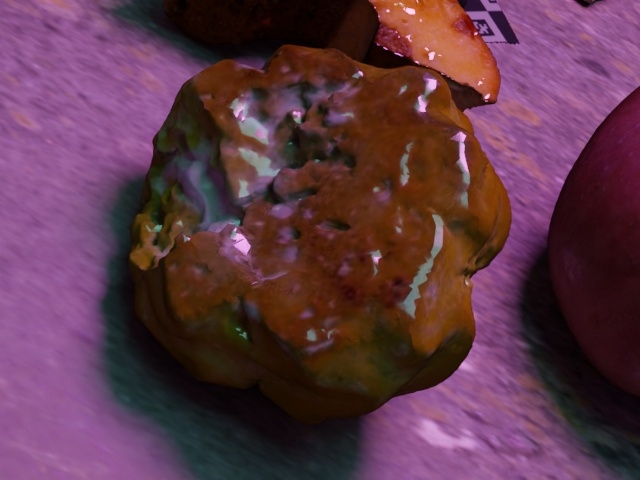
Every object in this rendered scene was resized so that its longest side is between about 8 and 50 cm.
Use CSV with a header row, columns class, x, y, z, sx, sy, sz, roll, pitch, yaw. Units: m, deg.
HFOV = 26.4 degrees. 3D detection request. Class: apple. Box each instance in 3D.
class,x,y,z,sx,sy,sz,roll,pitch,yaw
apple,0.327,0.001,1.092,0.305,0.235,0.306,20,46,-22

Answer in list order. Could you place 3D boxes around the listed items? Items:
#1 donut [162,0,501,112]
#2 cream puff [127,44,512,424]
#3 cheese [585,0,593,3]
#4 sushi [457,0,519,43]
class,x,y,z,sx,sy,sz,roll,pitch,yaw
donut,0.004,-0.196,1.145,0.295,0.112,0.151,28,42,-12
cream puff,-0.002,-0.001,0.946,0.281,0.185,0.282,-4,68,10
cheese,0.255,-0.337,1.472,0.097,0.037,0.192,-24,70,-44
sushi,0.095,-0.290,1.322,0.192,0.050,0.215,-3,57,-34
